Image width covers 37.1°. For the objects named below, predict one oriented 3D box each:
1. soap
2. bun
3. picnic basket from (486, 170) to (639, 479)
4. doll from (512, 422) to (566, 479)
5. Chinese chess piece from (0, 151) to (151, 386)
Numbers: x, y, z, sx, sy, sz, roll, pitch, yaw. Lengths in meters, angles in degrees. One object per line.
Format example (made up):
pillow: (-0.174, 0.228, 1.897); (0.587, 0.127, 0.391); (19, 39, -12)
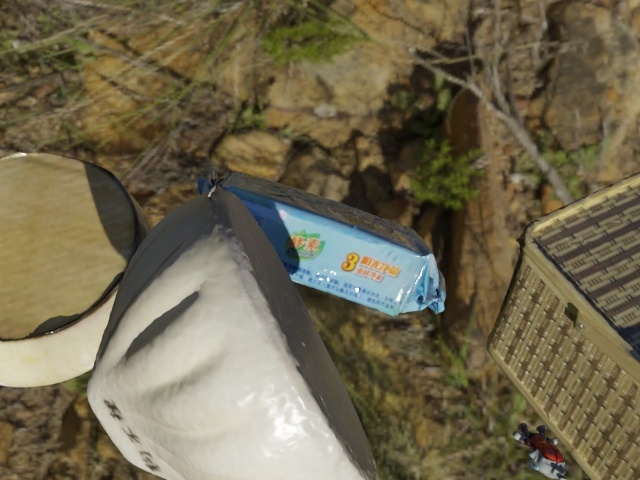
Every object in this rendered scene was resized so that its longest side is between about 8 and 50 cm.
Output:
soap: (0.000, 0.000, 1.031); (0.156, 0.293, 0.077); (-82, -170, -78)
bun: (-0.085, 0.107, 0.720); (0.263, 0.175, 0.263); (61, 3, -6)
picnic basket: (0.316, 0.099, 0.751); (0.228, 0.313, 0.175); (-22, 144, -22)
doll: (0.286, 0.275, 1.223); (0.057, 0.039, 0.114); (40, 14, -24)
Chinese chess piece: (-0.301, 0.027, 0.999); (0.104, 0.257, 0.257); (92, 14, -54)
